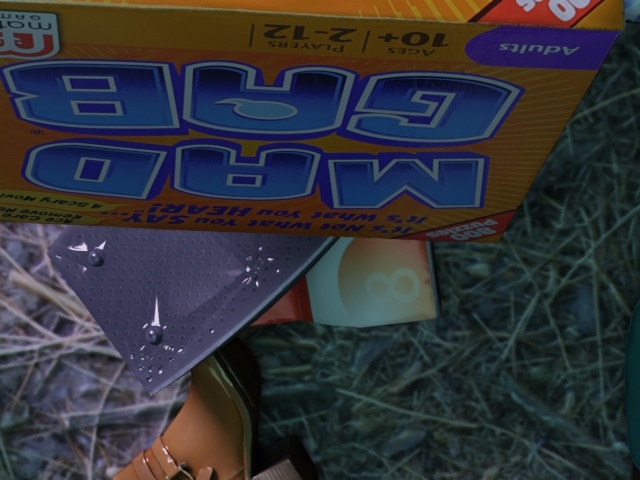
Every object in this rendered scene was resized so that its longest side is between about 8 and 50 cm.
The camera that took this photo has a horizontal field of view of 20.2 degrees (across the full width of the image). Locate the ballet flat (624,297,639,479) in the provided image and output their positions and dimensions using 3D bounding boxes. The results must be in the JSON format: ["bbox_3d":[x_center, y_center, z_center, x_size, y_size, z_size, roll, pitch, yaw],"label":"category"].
[{"bbox_3d":[0.302,0.195,1.449,0.123,0.123,0.349,3,105,6],"label":"ballet flat"}]

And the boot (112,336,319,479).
[{"bbox_3d":[-0.111,0.164,1.503,0.152,0.073,0.197,-27,98,17],"label":"boot"}]

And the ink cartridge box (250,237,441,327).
[{"bbox_3d":[0.000,0.000,1.456,0.179,0.045,0.145,-8,104,6],"label":"ink cartridge box"}]

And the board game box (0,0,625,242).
[{"bbox_3d":[-0.030,-0.226,1.129,0.356,0.356,0.356,2,71,-5],"label":"board game box"}]

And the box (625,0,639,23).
[{"bbox_3d":[0.310,-0.347,1.234,0.293,0.212,0.396,6,107,4],"label":"box"}]

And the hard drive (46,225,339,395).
[{"bbox_3d":[-0.080,-0.016,1.423,0.254,0.054,0.172,-43,70,12],"label":"hard drive"}]
